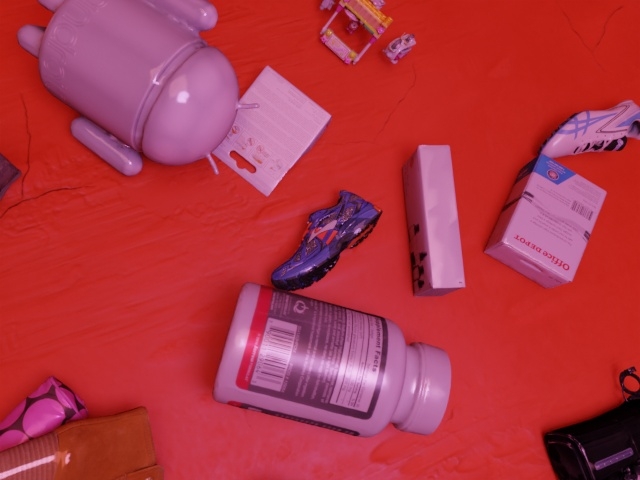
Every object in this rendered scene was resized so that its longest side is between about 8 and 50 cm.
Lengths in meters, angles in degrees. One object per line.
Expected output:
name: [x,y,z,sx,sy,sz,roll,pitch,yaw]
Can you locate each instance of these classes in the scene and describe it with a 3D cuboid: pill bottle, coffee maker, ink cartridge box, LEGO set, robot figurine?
pill bottle: [0.017,0.182,0.803,0.318,0.176,0.177,16,74,-6]
coffee maker: [0.463,0.322,0.895,0.178,0.120,0.171,-13,56,-14]
ink cartridge box: [0.396,-0.033,0.976,0.139,0.082,0.191,30,74,-1]
LEGO set: [0.042,-0.432,1.022,0.132,0.107,0.287,-24,74,-50]
robot figurine: [-0.273,-0.249,0.845,0.353,0.200,0.300,33,111,-1]
ink cartridge box: [-0.089,-0.186,0.957,0.145,0.045,0.179,38,91,0]

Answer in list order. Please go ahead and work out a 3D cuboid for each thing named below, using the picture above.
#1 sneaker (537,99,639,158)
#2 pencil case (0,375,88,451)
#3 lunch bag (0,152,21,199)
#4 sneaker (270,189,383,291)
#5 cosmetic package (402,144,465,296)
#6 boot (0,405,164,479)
sneaker: [0.516,-0.198,1.035,0.237,0.085,0.086,-21,65,-15]
pencil case: [-0.409,0.289,0.745,0.209,0.098,0.095,-46,43,-17]
lunch bag: [-0.575,-0.050,0.721,0.168,0.235,0.287,31,73,0]
sneaker: [0.000,0.000,0.906,0.221,0.083,0.087,-40,72,-22]
cosmetic package: [0.186,-0.031,0.928,0.060,0.099,0.239,0,76,-11]
boot: [-0.315,0.378,0.733,0.211,0.104,0.295,-4,105,-38]
